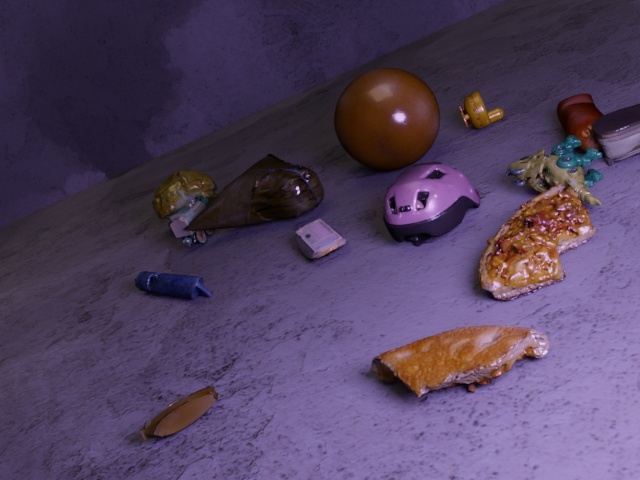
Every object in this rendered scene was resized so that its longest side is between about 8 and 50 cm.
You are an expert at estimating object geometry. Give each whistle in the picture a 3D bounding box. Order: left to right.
[{"bbox_3d":[-0.387,0.115,1.673,0.304,0.062,0.062,1,34,47],"label":"whistle"}]

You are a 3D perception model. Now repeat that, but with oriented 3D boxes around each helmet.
[{"bbox_3d":[0.233,-0.101,1.411,0.199,0.154,0.253,-9,32,36],"label":"helmet"}]

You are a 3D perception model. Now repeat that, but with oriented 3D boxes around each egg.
[{"bbox_3d":[0.182,-0.340,1.796,0.283,0.282,0.351,-28,22,-8],"label":"egg"}]

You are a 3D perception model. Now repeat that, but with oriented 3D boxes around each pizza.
[{"bbox_3d":[0.201,0.178,0.953,0.271,0.056,0.134,-18,22,13],"label":"pizza"},{"bbox_3d":[0.381,-0.006,1.133,0.305,0.085,0.161,-41,28,-30],"label":"pizza"}]

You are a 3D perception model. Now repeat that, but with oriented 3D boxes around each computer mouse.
[{"bbox_3d":[0.001,0.001,1.546,0.102,0.044,0.199,-30,24,-9],"label":"computer mouse"}]

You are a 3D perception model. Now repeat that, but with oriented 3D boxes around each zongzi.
[{"bbox_3d":[-0.192,-0.099,1.807,0.361,0.159,0.323,-32,23,-18],"label":"zongzi"}]

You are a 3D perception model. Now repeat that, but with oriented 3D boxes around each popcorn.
[{"bbox_3d":[-0.454,-0.144,2.151,0.221,0.183,0.204,-25,17,3],"label":"popcorn"}]

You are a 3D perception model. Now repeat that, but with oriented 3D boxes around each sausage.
[{"bbox_3d":[0.611,-0.276,1.489,0.089,0.083,0.300,-23,19,22],"label":"sausage"}]

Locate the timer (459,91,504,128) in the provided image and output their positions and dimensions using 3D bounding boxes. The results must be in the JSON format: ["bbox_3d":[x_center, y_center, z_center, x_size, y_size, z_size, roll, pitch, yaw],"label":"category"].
[{"bbox_3d":[0.459,-0.373,1.820,0.109,0.107,0.107,-22,23,17],"label":"timer"}]

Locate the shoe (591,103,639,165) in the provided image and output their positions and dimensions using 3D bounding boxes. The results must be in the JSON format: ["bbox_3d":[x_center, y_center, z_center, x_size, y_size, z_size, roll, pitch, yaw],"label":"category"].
[{"bbox_3d":[0.700,-0.243,1.311,0.275,0.098,0.103,-20,31,6],"label":"shoe"}]

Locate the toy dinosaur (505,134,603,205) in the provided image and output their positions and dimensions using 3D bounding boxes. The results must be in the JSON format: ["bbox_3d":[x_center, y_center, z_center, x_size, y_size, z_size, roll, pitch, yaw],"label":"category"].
[{"bbox_3d":[0.502,-0.133,1.290,0.153,0.094,0.259,-29,31,-9],"label":"toy dinosaur"}]

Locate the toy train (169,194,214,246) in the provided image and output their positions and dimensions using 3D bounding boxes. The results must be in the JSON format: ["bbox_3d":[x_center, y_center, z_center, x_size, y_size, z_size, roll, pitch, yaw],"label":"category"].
[{"bbox_3d":[-0.385,-0.063,1.974,0.081,0.125,0.194,-11,27,22],"label":"toy train"}]

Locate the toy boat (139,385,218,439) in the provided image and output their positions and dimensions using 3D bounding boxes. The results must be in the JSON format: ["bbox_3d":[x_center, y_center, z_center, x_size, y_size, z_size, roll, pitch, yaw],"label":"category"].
[{"bbox_3d":[-0.249,0.309,1.135,0.149,0.047,0.049,-30,10,-18],"label":"toy boat"}]
